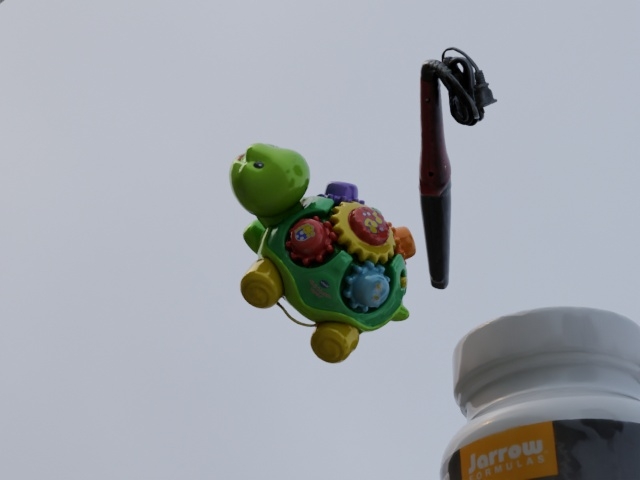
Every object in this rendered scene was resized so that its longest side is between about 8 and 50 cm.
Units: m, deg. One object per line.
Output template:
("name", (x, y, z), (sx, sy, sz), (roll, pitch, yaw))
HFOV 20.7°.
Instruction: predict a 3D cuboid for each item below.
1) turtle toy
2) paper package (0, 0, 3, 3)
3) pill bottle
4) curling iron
("turtle toy", (0.000, 0.000, 0.970), (0.130, 0.095, 0.066), (38, -52, -3))
("paper package", (-0.330, -0.197, 1.035), (0.325, 0.309, 0.168), (10, -39, 47))
("pill bottle", (0.157, 0.193, 1.106), (0.162, 0.162, 0.278), (125, -33, -55))
("curling iron", (0.109, -0.053, 1.549), (0.068, 0.035, 0.274), (37, -36, 29))
